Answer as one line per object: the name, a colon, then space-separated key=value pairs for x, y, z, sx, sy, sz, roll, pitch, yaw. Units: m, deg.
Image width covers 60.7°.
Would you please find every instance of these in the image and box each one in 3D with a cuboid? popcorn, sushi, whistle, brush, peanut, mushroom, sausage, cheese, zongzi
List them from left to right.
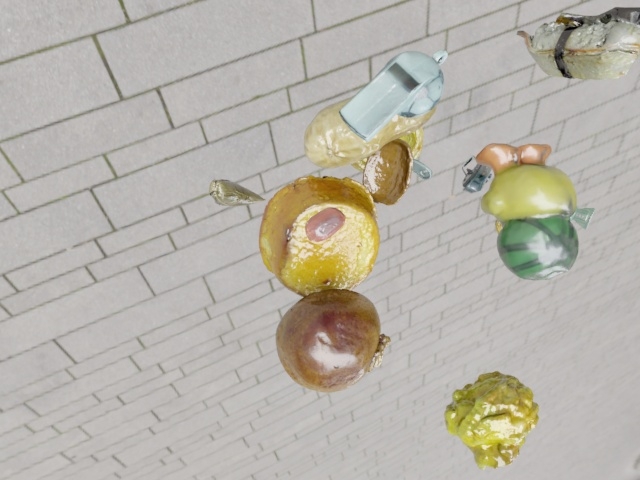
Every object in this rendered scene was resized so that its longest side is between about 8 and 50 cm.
zongzi: x=-0.268 y=-0.154 z=1.776 sx=0.178 sy=0.081 sz=0.189 roll=7 pitch=176 yaw=-4
sausage: x=0.010 y=-0.034 z=1.174 sx=0.094 sy=0.054 sz=0.059 roll=-34 pitch=107 yaw=-10
mushroom: x=0.042 y=0.254 z=1.378 sx=0.283 sy=0.195 sz=0.264 roll=9 pitch=84 yaw=-23
peanut: x=0.132 y=-0.319 z=1.453 sx=0.387 sy=0.192 sz=0.170 roll=-27 pitch=110 yaw=4
brush: x=0.199 y=-0.262 z=1.634 sx=0.060 sy=0.296 sz=0.068 roll=-48 pitch=167 yaw=-31
whistle: x=0.184 y=-0.338 z=1.266 sx=0.289 sy=0.163 sz=0.163 roll=-43 pitch=142 yaw=2
popcorn: x=0.364 y=0.371 z=1.151 sx=0.197 sy=0.155 sz=0.197 roll=-42 pitch=-176 yaw=4
cheese: x=0.669 y=-0.075 z=1.459 sx=0.026 sy=0.120 sz=0.067 roll=8 pitch=106 yaw=-33
sushi: x=0.503 y=-0.377 z=1.088 sx=0.134 sy=0.272 sz=0.109 roll=32 pitch=79 yaw=-50

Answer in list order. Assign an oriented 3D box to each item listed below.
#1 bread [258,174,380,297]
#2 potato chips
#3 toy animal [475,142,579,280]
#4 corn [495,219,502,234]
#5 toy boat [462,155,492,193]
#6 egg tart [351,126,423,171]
bread: x=0.000 y=0.003 z=1.526 sx=0.336 sy=0.204 sz=0.358 roll=5 pitch=120 yaw=-11
potato chips: x=0.198 y=-0.197 z=1.567 sx=0.049 sy=0.150 sz=0.202 roll=-15 pitch=125 yaw=-50
toy animal: x=0.507 y=-0.073 z=1.299 sx=0.216 sy=0.338 sz=0.191 roll=-6 pitch=174 yaw=-19
corn: x=0.543 y=-0.022 z=1.614 sx=0.037 sy=0.037 sz=0.092 roll=-29 pitch=107 yaw=-5
toy boat: x=0.529 y=-0.221 z=1.879 sx=0.093 sy=0.103 sz=0.246 roll=-53 pitch=175 yaw=33
egg tart: x=0.204 y=-0.339 z=1.799 sx=0.278 sy=0.095 sz=0.279 roll=-1 pitch=126 yaw=-2
